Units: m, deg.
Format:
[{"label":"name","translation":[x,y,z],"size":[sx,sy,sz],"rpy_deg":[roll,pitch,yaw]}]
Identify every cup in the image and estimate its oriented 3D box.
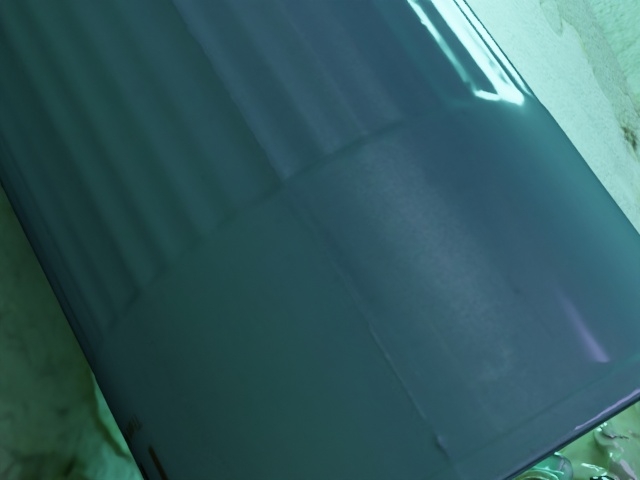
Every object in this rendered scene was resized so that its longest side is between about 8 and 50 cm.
[{"label":"cup","translation":[0.013,-0.012,0.578],"size":[0.331,0.257,0.311],"rpy_deg":[-6,61,-58]}]

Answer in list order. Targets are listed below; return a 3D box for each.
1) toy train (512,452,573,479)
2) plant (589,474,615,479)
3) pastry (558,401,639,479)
[{"label":"toy train","translation":[0.089,0.210,0.692],"size":[0.194,0.125,0.081],"rpy_deg":[-59,139,-33]},{"label":"plant","translation":[0.184,0.266,0.810],"size":[0.256,0.164,0.142],"rpy_deg":[35,26,-8]},{"label":"pastry","translation":[0.281,0.229,1.078],"size":[0.265,0.133,0.265],"rpy_deg":[39,36,-36]}]
